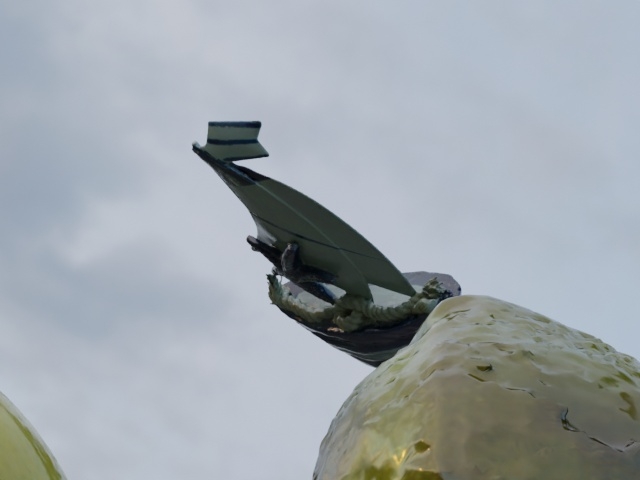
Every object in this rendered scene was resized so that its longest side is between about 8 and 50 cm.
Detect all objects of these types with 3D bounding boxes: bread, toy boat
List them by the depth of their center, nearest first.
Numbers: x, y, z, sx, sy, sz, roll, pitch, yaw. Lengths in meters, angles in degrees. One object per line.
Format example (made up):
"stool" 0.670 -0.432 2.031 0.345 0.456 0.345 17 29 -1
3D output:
"bread" 0.172 0.141 0.540 0.383 0.166 0.112 32 -63 -9
"toy boat" -0.010 0.012 1.620 0.292 0.070 0.210 37 -31 -11

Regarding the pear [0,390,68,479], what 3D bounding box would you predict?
"pear" -0.322 0.217 1.124 0.418 0.362 0.362 44 -28 1
